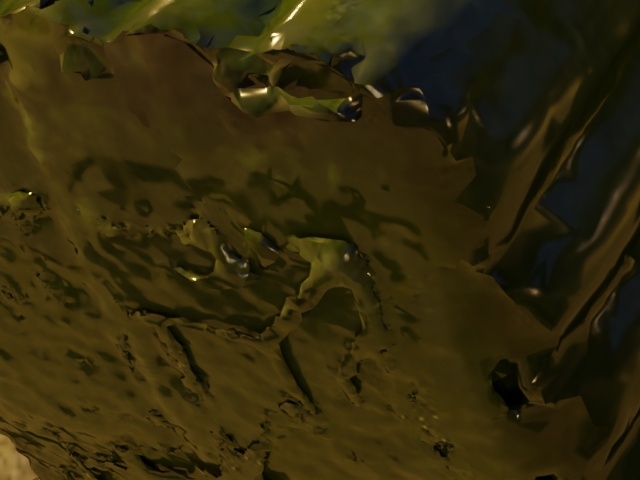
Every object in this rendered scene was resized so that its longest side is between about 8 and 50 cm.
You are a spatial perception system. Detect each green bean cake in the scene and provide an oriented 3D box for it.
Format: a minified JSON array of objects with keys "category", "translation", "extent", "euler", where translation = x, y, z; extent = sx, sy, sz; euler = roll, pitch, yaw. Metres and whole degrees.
[{"category":"green bean cake","translation":[0.000,0.000,0.459],"extent":[0.200,0.214,0.113],"euler":[7,49,33]}]

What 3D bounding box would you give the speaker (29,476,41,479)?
[{"category":"speaker","translation":[-0.116,0.213,0.929],"extent":[0.231,0.153,0.192],"euler":[-22,17,-21]}]
